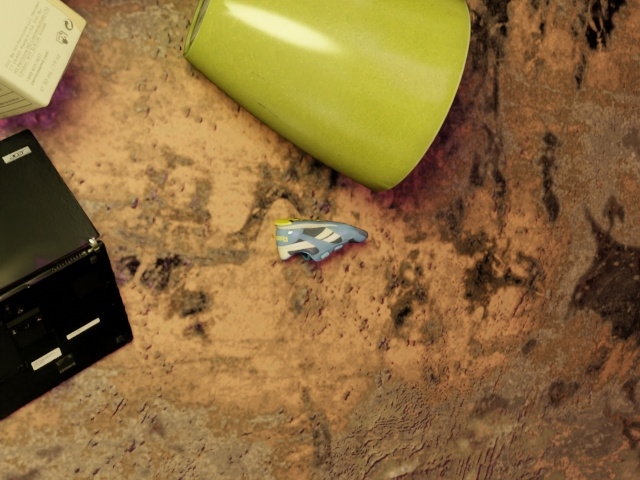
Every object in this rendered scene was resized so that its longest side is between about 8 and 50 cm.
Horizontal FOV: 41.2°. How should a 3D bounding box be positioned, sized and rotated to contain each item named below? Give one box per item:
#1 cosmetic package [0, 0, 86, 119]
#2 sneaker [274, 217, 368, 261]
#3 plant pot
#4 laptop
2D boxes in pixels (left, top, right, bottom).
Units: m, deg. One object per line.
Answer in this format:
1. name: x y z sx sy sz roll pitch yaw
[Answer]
1. cosmetic package: -0.404 -0.244 0.811 0.309 0.160 0.113 37 62 -41
2. sneaker: 0.000 0.000 1.205 0.144 0.053 0.059 1 93 -25
3. plant pot: -0.011 -0.237 1.069 0.294 0.275 0.274 19 84 -19
4. laptop: -0.374 0.052 0.982 0.234 0.137 0.264 -32 137 -27
